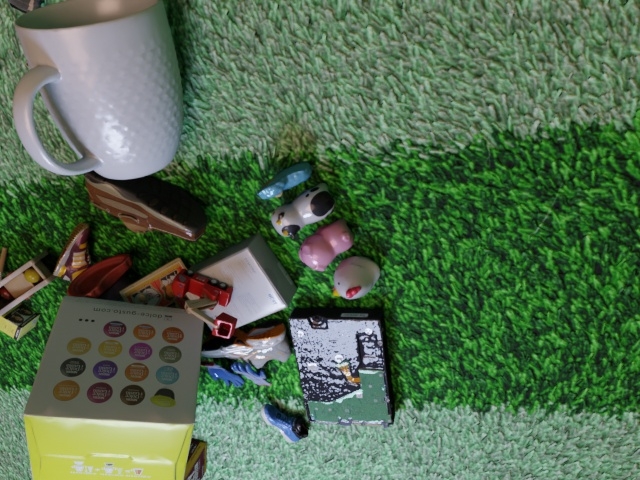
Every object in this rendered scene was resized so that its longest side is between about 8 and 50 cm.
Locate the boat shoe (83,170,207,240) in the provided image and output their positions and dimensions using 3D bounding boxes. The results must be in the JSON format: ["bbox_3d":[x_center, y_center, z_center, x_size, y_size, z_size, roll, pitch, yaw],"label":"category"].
[{"bbox_3d":[-0.425,-0.082,1.400,0.324,0.122,0.119,28,126,10],"label":"boat shoe"}]

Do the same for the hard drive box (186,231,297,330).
[{"bbox_3d":[-0.206,0.113,1.440,0.232,0.089,0.181,-24,107,25],"label":"hard drive box"}]

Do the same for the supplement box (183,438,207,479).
[{"bbox_3d":[-0.473,0.700,1.752,0.194,0.191,0.129,13,119,10],"label":"supplement box"}]

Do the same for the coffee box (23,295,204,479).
[{"bbox_3d":[-0.473,0.382,1.381,0.338,0.334,0.338,8,129,-13],"label":"coffee box"}]

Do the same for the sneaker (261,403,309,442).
[{"bbox_3d":[-0.093,0.504,1.619,0.085,0.058,0.152,-27,110,32],"label":"sneaker"}]

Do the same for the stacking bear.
[{"bbox_3d":[-0.521,0.201,1.543,0.164,0.175,0.288,-4,125,38],"label":"stacking bear"}]

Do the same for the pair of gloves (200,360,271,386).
[{"bbox_3d":[-0.225,0.365,1.566,0.198,0.023,0.159,-3,147,26],"label":"pair of gloves"}]

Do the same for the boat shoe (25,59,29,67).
[{"bbox_3d":[-0.594,-0.404,1.317,0.153,0.048,0.056,7,118,13],"label":"boat shoe"}]

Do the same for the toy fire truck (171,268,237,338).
[{"bbox_3d":[-0.270,0.143,1.344,0.192,0.135,0.047,21,119,5],"label":"toy fire truck"}]

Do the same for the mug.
[{"bbox_3d":[-0.442,-0.280,1.153,0.277,0.374,0.327,10,128,23],"label":"mug"}]

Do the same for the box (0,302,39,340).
[{"bbox_3d":[-0.957,0.195,1.702,0.232,0.087,0.058,32,118,0],"label":"box"}]

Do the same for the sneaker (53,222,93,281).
[{"bbox_3d":[-0.640,0.032,1.546,0.084,0.069,0.185,26,116,-28],"label":"sneaker"}]

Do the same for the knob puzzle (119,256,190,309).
[{"bbox_3d":[-0.391,0.166,1.490,0.213,0.030,0.213,-7,108,-23],"label":"knob puzzle"}]

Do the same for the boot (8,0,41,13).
[{"bbox_3d":[-0.596,-0.552,1.238,0.247,0.083,0.161,33,127,4],"label":"boot"}]

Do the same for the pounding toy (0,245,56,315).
[{"bbox_3d":[-0.858,0.102,1.586,0.270,0.154,0.154,-28,106,26],"label":"pounding toy"}]

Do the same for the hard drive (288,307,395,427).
[{"bbox_3d":[0.061,0.328,1.486,0.237,0.064,0.338,-2,114,17],"label":"hard drive"}]

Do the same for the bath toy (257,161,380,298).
[{"bbox_3d":[0.000,0.000,1.303,0.152,0.129,0.348,-29,106,26],"label":"bath toy"}]

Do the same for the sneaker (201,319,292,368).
[{"bbox_3d":[-0.198,0.295,1.529,0.263,0.099,0.120,-11,117,22],"label":"sneaker"}]
